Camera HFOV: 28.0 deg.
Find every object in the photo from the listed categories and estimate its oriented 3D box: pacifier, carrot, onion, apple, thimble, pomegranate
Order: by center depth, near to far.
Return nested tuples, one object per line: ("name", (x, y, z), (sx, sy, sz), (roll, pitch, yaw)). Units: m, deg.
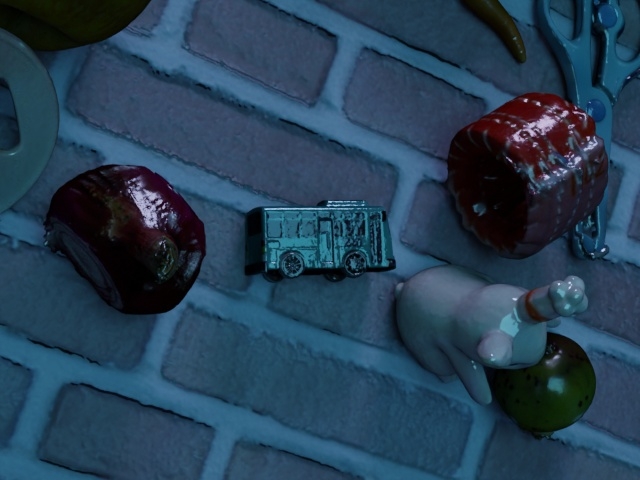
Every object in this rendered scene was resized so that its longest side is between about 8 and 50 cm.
("pacifier", (-0.405, -0.082, 1.234), (0.332, 0.220, 0.273), (-19, 78, -20))
("apple", (-0.272, -0.309, 1.282), (0.264, 0.264, 0.264), (2, 85, -21))
("onion", (-0.179, -0.005, 1.323), (0.135, 0.198, 0.173), (-49, 120, -23))
("thimble", (0.236, -0.075, 1.490), (0.125, 0.189, 0.163), (-30, 72, -23))
("pomegranate", (0.261, 0.170, 1.519), (0.130, 0.130, 0.130), (2, 85, -21))
("carrot", (0.213, -0.277, 1.578), (0.142, 0.035, 0.035), (46, 72, -16))

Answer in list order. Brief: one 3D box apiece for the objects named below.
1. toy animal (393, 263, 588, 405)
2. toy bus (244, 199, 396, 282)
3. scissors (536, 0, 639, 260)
("toy animal", (0.195, 0.102, 1.421), (0.138, 0.282, 0.140), (44, 74, -28))
("toy bus", (0.000, 0.000, 1.450), (0.160, 0.079, 0.091), (0, 85, -19))
("scissors", (0.347, -0.168, 1.619), (0.180, 0.032, 0.392), (6, 83, -20))
